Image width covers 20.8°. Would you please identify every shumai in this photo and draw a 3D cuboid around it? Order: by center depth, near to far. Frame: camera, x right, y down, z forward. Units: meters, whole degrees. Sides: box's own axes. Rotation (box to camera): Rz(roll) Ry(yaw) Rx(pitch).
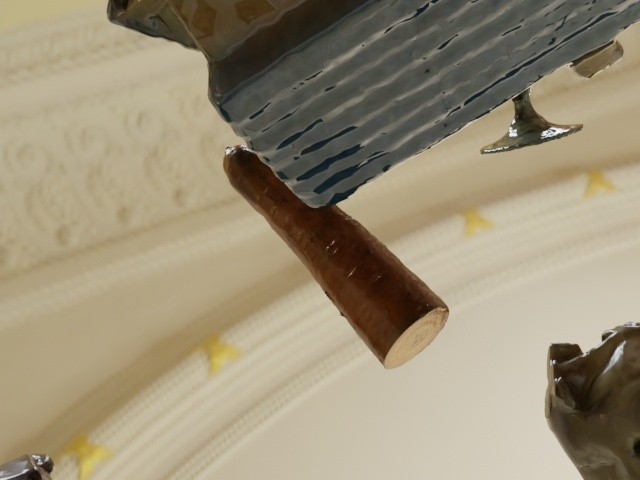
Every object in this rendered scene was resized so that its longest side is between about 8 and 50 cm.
[{"bbox_3d":[0.349,0.189,1.617,0.283,0.346,0.217,3,-157,7],"label":"shumai"}]

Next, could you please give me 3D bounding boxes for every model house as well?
[{"bbox_3d":[0.015,-0.227,1.145,0.342,0.335,0.382,54,-168,-20],"label":"model house"}]

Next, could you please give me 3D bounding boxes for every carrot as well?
[{"bbox_3d":[0.000,0.000,1.215,0.061,0.061,0.209,-23,-123,-38],"label":"carrot"}]

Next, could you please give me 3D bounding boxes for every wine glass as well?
[{"bbox_3d":[0.173,-0.204,1.639,0.103,0.231,0.103,-13,-172,2],"label":"wine glass"}]

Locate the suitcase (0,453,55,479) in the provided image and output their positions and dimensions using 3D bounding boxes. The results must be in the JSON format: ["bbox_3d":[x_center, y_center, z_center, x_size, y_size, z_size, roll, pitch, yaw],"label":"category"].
[{"bbox_3d":[-0.190,0.354,1.246,0.188,0.345,0.339,-24,-163,-17],"label":"suitcase"}]
